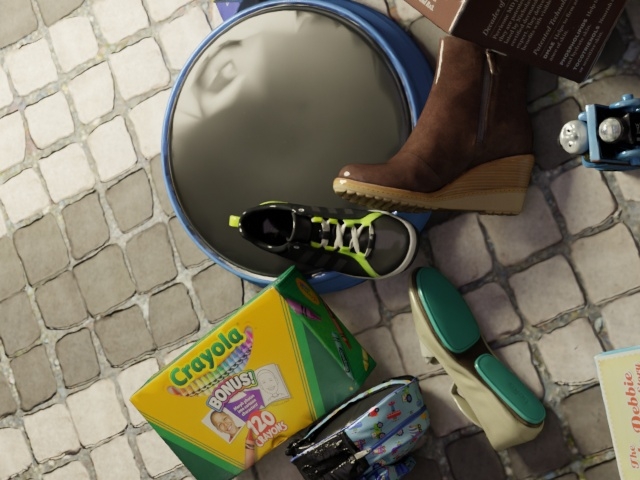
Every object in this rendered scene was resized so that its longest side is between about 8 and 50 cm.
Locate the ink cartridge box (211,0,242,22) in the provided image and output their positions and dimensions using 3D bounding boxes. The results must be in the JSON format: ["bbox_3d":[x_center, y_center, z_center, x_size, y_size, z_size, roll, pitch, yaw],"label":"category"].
[{"bbox_3d":[-0.148,-0.465,1.729,0.307,0.072,0.303,-43,68,55],"label":"ink cartridge box"}]

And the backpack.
[{"bbox_3d":[0.064,0.243,1.669,0.173,0.158,0.117,-36,83,9],"label":"backpack"}]

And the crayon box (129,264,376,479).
[{"bbox_3d":[-0.087,0.178,1.734,0.278,0.081,0.165,-39,93,27],"label":"crayon box"}]

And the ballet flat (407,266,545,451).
[{"bbox_3d":[0.169,0.147,1.660,0.086,0.086,0.248,-41,74,19],"label":"ballet flat"}]

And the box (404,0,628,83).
[{"bbox_3d":[0.218,-0.303,1.534,0.167,0.203,0.168,-64,34,19],"label":"box"}]

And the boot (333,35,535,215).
[{"bbox_3d":[0.135,-0.137,1.620,0.249,0.090,0.206,3,85,-17],"label":"boot"}]

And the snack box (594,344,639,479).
[{"bbox_3d":[0.434,0.266,1.536,0.187,0.060,0.321,-14,83,24],"label":"snack box"}]

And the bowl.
[{"bbox_3d":[-0.031,-0.124,1.756,0.391,0.077,0.391,0,89,25],"label":"bowl"}]

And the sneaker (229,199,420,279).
[{"bbox_3d":[0.000,0.000,1.642,0.235,0.097,0.084,6,93,25],"label":"sneaker"}]

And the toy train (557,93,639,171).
[{"bbox_3d":[0.336,-0.114,1.525,0.105,0.184,0.080,-9,86,36],"label":"toy train"}]
